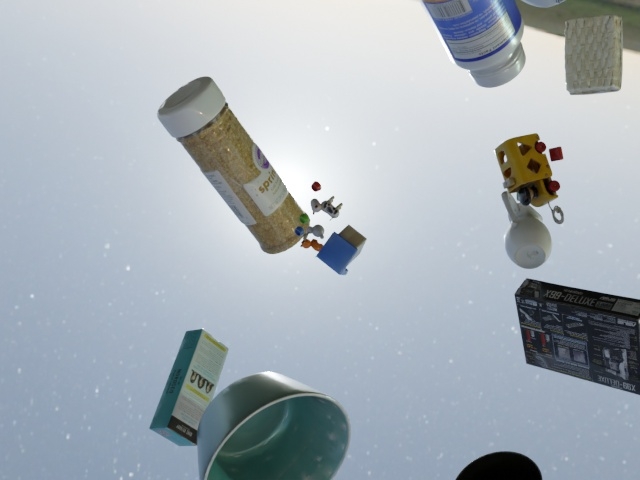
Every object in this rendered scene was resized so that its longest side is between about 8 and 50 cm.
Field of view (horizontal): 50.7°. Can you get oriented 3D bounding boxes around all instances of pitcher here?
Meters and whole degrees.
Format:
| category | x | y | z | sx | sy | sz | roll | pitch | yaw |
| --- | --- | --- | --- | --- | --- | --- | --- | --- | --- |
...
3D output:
| category | x | y | z | sx | sy | sz | roll | pitch | yaw |
| --- | --- | --- | --- | --- | --- | --- | --- | --- | --- |
| pitcher | 0.554 | -0.032 | 1.862 | 0.178 | 0.125 | 0.207 | 45 | -149 | -19 |

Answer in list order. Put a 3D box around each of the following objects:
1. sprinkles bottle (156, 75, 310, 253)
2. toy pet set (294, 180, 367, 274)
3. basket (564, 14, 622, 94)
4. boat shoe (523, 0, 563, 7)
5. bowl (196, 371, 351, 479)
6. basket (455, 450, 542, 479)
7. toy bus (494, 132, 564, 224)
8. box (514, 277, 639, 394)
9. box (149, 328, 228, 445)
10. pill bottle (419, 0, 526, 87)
| category | x | y | z | sx | sy | sz | roll | pitch | yaw |
| --- | --- | --- | --- | --- | --- | --- | --- | --- | --- |
| sprinkles bottle | -0.155 | -0.133 | 1.277 | 0.121 | 0.355 | 0.121 | -24 | -146 | 17 |
| toy pet set | 0.000 | 0.000 | 0.954 | 0.114 | 0.122 | 0.065 | 39 | -126 | 14 |
| basket | 0.597 | -0.409 | 1.485 | 0.113 | 0.167 | 0.103 | 2 | -171 | 31 |
| boat shoe | 0.183 | -0.392 | 0.855 | 0.306 | 0.113 | 0.105 | 44 | -165 | 28 |
| bowl | -0.112 | 0.378 | 1.300 | 0.311 | 0.312 | 0.163 | -2 | -154 | -33 |
| basket | 0.422 | 0.594 | 1.514 | 0.204 | 0.227 | 0.154 | -28 | -137 | 10 |
| toy bus | 0.486 | -0.150 | 1.609 | 0.104 | 0.191 | 0.202 | -12 | -148 | -14 |
| box | 0.653 | 0.236 | 1.681 | 0.307 | 0.242 | 0.076 | 10 | -140 | 41 |
| box | -0.295 | 0.333 | 1.539 | 0.060 | 0.100 | 0.244 | -13 | -134 | 35 |
| pill bottle | 0.288 | -0.418 | 1.261 | 0.152 | 0.152 | 0.272 | 37 | 175 | 47 |
